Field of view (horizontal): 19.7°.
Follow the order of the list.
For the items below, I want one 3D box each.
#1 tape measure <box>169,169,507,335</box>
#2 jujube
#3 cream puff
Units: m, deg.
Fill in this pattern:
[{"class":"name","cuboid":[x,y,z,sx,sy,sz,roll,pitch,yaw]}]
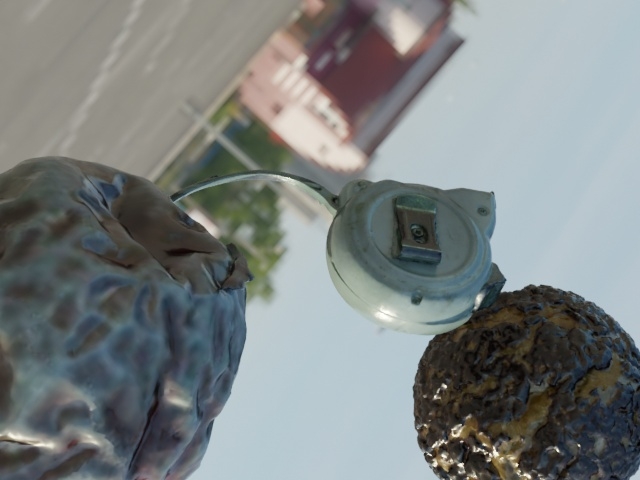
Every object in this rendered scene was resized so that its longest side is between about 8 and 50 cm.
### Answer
[{"class":"tape measure","cuboid":[0.000,-0.001,1.620,0.164,0.330,0.084,-98,-161,-44]},{"class":"jujube","cuboid":[-0.181,0.100,1.112,0.317,0.226,0.226,-50,-177,20]},{"class":"cream puff","cuboid":[0.204,0.156,1.787,0.239,0.239,0.165,-49,160,-3]}]
